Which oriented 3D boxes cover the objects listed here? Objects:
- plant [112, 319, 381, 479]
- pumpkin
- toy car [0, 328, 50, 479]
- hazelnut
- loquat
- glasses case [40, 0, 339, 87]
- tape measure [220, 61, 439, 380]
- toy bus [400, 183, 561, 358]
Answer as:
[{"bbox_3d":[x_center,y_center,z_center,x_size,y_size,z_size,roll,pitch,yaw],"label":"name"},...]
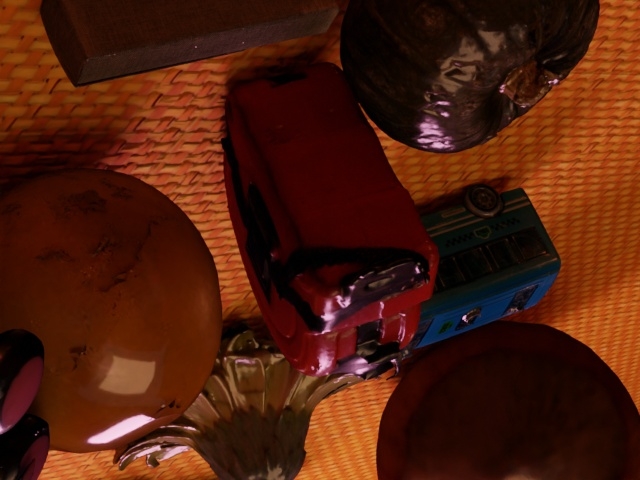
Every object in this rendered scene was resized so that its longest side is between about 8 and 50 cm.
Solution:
[{"bbox_3d":[-0.098,0.217,1.858,0.306,0.297,0.261,-24,132,33],"label":"plant"},{"bbox_3d":[0.121,-0.166,1.320,0.224,0.157,0.223,-35,161,-14],"label":"pumpkin"},{"bbox_3d":[-0.361,0.145,1.183,0.240,0.271,0.340,-58,164,-33],"label":"toy car"},{"bbox_3d":[0.250,0.261,2.172,0.366,0.366,0.366,-24,157,-11],"label":"hazelnut"},{"bbox_3d":[-0.191,0.055,1.341,0.235,0.235,0.235,-24,157,-11],"label":"loquat"},{"bbox_3d":[-0.092,-0.164,1.193,0.205,0.071,0.047,-16,158,-29],"label":"glasses case"},{"bbox_3d":[0.000,0.000,1.409,0.114,0.253,0.260,-16,150,-15],"label":"tape measure"},{"bbox_3d":[0.127,0.037,1.787,0.246,0.134,0.113,-18,155,-26],"label":"toy bus"}]
